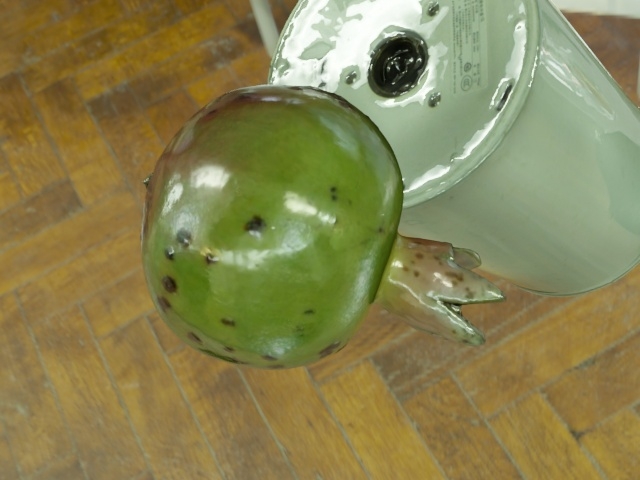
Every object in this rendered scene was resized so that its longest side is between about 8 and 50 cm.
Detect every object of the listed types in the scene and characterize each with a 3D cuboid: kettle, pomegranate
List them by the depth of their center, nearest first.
[{"bbox_3d":[0.000,-0.008,0.444,0.159,0.129,0.129,-5,52,-11],"label":"pomegranate"},{"bbox_3d":[0.111,-0.064,0.777,0.265,0.318,0.205,-42,58,19],"label":"kettle"}]
